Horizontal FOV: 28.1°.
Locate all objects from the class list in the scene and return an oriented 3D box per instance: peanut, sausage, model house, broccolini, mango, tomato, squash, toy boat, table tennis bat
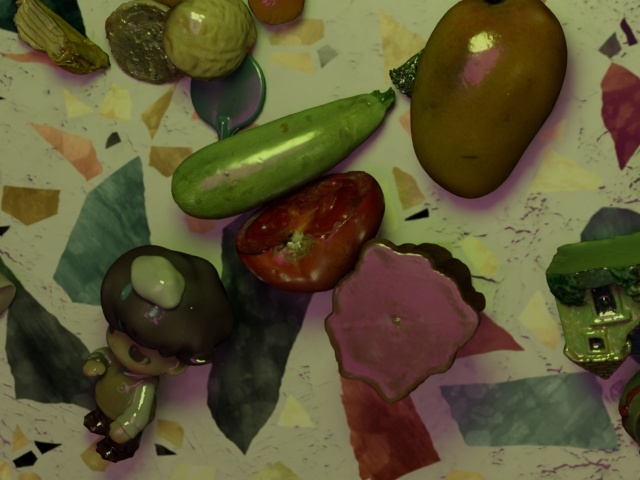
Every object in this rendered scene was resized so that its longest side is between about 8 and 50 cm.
[{"bbox_3d":[-0.162,-0.309,1.910,0.109,0.159,0.140,47,132,22],"label":"peanut"},{"bbox_3d":[-0.066,-0.442,1.915,0.098,0.098,0.238,0,96,13],"label":"sausage"},{"bbox_3d":[0.447,0.099,1.825,0.214,0.195,0.189,-9,103,17],"label":"model house"},{"bbox_3d":[0.186,-0.303,1.891,0.067,0.058,0.216,41,104,8],"label":"broccolini"},{"bbox_3d":[0.233,-0.207,1.832,0.211,0.173,0.317,3,115,-28],"label":"mango"},{"bbox_3d":[0.000,0.000,1.917,0.233,0.200,0.139,-13,119,25],"label":"tomato"},{"bbox_3d":[-0.050,-0.130,1.935,0.370,0.118,0.118,-22,92,0],"label":"squash"},{"bbox_3d":[0.483,0.245,1.877,0.071,0.089,0.185,45,145,37],"label":"toy boat"},{"bbox_3d":[-0.148,-0.200,1.999,0.124,0.033,0.201,4,96,15],"label":"table tennis bat"}]

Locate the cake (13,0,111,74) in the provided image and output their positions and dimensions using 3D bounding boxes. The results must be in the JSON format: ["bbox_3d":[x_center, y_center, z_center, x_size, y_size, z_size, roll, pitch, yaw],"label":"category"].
[{"bbox_3d":[-0.426,-0.313,2.011,0.185,0.116,0.080,41,106,0],"label":"cake"}]

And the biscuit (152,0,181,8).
[{"bbox_3d":[-0.212,-0.467,1.958,0.220,0.066,0.220,2,98,12],"label":"biscuit"}]

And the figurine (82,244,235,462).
[{"bbox_3d":[-0.292,0.165,1.999,0.206,0.218,0.365,27,109,-29],"label":"figurine"}]

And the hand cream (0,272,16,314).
[{"bbox_3d":[-0.624,0.037,2.130,0.248,0.083,0.133,38,104,17],"label":"hand cream"}]

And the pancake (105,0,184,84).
[{"bbox_3d":[-0.267,-0.310,1.988,0.152,0.025,0.151,11,131,13],"label":"pancake"}]

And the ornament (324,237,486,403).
[{"bbox_3d":[0.135,0.097,1.876,0.221,0.217,0.235,-9,95,14],"label":"ornament"}]
